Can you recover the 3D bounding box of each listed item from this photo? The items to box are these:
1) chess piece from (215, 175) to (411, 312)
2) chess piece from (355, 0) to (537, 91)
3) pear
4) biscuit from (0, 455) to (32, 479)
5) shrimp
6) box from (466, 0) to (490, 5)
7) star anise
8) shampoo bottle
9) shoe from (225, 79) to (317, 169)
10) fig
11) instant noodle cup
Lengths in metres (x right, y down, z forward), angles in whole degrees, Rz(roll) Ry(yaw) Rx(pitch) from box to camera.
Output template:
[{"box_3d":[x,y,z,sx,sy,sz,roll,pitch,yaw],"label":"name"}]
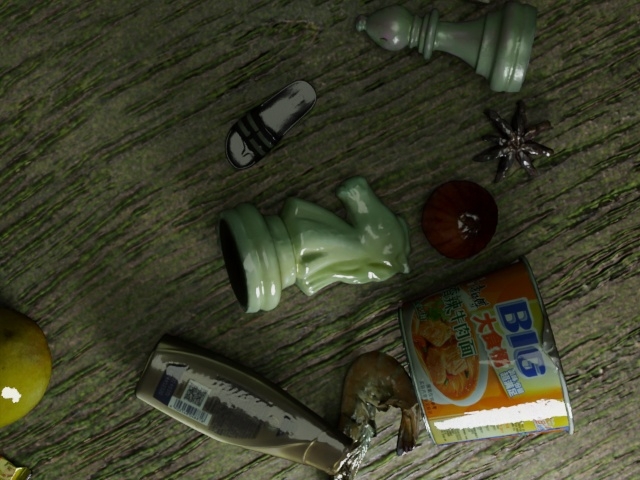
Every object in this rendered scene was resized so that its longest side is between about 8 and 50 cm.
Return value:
[{"box_3d":[0.000,0.000,1.486,0.298,0.176,0.175,-13,100,-16],"label":"chess piece"},{"box_3d":[0.187,-0.316,1.465,0.272,0.139,0.139,11,98,6],"label":"chess piece"},{"box_3d":[-0.507,0.195,1.444,0.200,0.200,0.200,-1,99,-5],"label":"pear"},{"box_3d":[-0.601,0.315,1.533,0.292,0.026,0.048,35,75,-9],"label":"biscuit"},{"box_3d":[0.083,0.326,1.536,0.058,0.169,0.296,2,105,-42],"label":"shrimp"},{"box_3d":[0.212,-0.567,1.451,0.205,0.051,0.365,15,97,-6],"label":"box"},{"box_3d":[0.316,-0.158,1.528,0.141,0.042,0.141,-1,100,-5],"label":"star anise"},{"box_3d":[-0.117,0.271,1.511,0.350,0.084,0.125,25,102,1],"label":"shampoo bottle"},{"box_3d":[-0.080,-0.184,1.487,0.179,0.049,0.071,-41,99,2],"label":"shoe"},{"box_3d":[0.226,-0.042,1.498,0.128,0.150,0.128,6,60,-10],"label":"fig"},{"box_3d":[0.250,0.185,1.469,0.214,0.296,0.296,-16,100,8],"label":"instant noodle cup"}]
